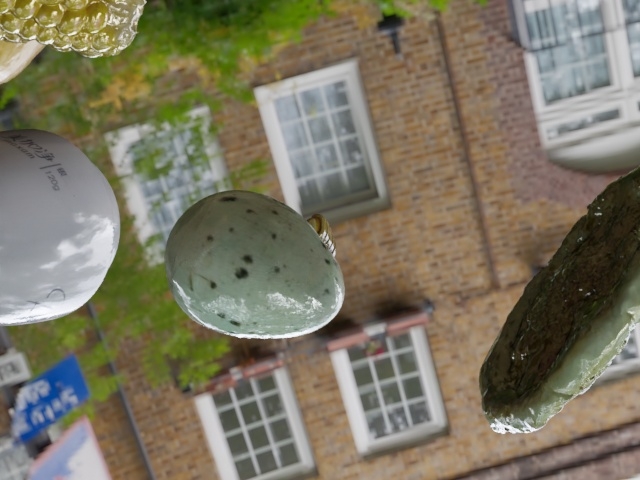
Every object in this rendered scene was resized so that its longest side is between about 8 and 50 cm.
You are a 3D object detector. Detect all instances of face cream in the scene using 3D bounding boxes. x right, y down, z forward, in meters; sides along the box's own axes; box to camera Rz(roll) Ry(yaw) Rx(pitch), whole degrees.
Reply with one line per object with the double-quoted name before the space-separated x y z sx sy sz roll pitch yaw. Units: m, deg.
"face cream" -0.145 -0.005 0.534 0.091 0.091 0.095 -6 -177 24

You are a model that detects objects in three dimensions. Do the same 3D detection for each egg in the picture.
"egg" -0.058 0.028 1.027 0.164 0.131 0.131 31 -139 17

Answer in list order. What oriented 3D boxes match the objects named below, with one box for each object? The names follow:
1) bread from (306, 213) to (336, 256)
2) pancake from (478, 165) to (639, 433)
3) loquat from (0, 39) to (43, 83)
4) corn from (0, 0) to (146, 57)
"bread" 0.000 0.000 1.566 0.033 0.088 0.049 17 -118 23
"pancake" 0.198 0.042 0.900 0.253 0.037 0.253 -55 -176 6
"loquat" -0.437 -0.302 1.344 0.275 0.275 0.275 -13 -158 5
"corn" -0.267 -0.201 0.705 0.347 0.130 0.130 19 -172 -25
